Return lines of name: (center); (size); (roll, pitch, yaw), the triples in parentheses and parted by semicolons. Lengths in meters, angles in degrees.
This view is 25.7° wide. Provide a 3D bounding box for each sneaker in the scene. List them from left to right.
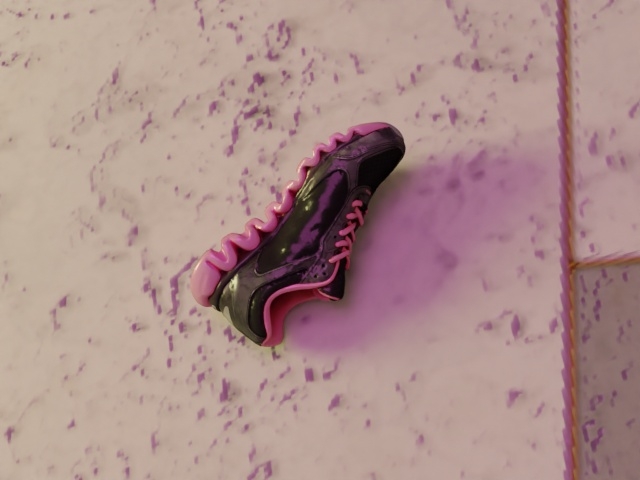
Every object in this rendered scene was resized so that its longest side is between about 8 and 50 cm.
sneaker: (0.000, 0.000, 0.629); (0.119, 0.047, 0.057); (-45, 63, 3)
